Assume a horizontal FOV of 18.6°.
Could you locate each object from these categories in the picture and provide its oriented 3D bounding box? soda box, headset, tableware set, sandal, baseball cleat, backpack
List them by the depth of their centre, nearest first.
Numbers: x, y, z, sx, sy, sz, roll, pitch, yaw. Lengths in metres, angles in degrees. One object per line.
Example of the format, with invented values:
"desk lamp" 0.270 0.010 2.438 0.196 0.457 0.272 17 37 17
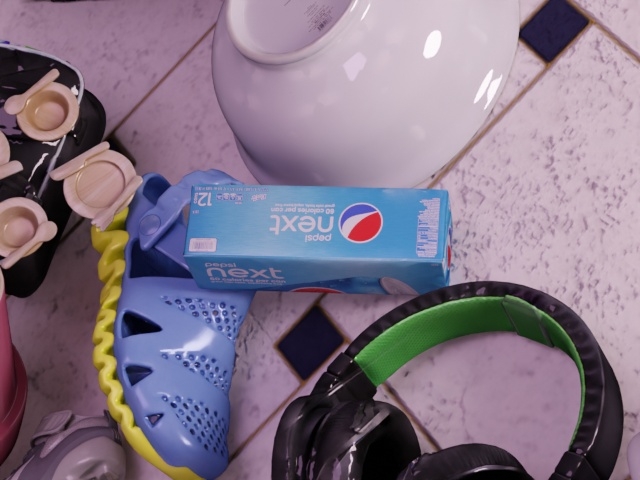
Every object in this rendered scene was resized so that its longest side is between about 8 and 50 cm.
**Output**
"headset" 0.051 0.185 1.427 0.243 0.185 0.394 20 67 40
"soda box" 0.000 0.000 1.583 0.210 0.071 0.067 2 65 8
"sandal" -0.114 0.055 1.657 0.138 0.126 0.317 -22 57 19
"tableware set" -0.247 -0.062 1.691 0.141 0.020 0.169 -35 71 -6
"baseball cleat" -0.253 0.222 1.708 0.206 0.072 0.109 -31 38 12
"backpack" -0.343 -0.080 1.811 0.253 0.191 0.225 17 76 8

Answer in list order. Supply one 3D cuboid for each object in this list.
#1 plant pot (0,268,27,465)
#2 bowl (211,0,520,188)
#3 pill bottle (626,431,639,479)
"plant pot" -0.346 0.092 1.676 0.180 0.201 0.201 108 147 -43
"bowl" 0.011 -0.185 1.686 0.298 0.134 0.298 -17 58 28
"pill bottle" 0.356 0.129 1.259 0.283 0.160 0.160 -33 52 17
